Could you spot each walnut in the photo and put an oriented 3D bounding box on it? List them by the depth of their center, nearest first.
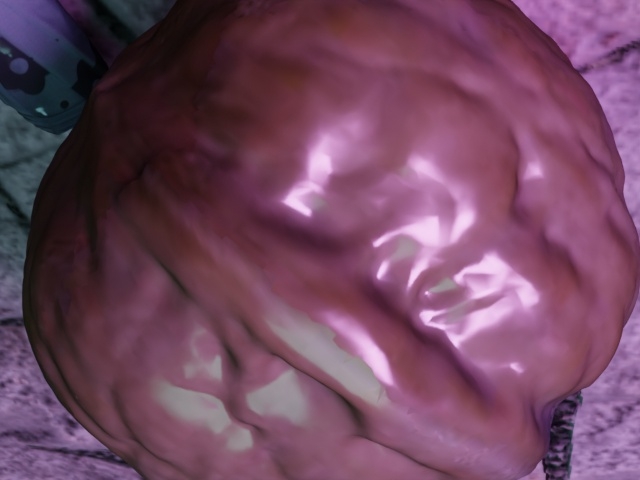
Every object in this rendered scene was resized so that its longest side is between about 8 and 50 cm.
[{"bbox_3d":[0.000,-0.001,0.511,0.248,0.248,0.248,6,138,5],"label":"walnut"}]

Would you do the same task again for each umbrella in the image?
[{"bbox_3d":[-0.175,-0.142,0.522,0.053,0.052,0.250,19,154,47],"label":"umbrella"}]
